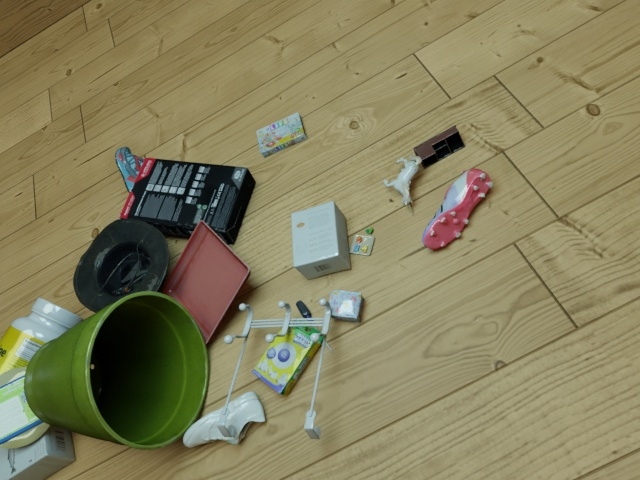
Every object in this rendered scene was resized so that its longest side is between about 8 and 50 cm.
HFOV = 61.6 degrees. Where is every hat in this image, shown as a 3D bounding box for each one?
[{"bbox_3d":[-0.563,0.097,1.611,0.332,0.134,0.331,-8,66,18],"label":"hat"}]

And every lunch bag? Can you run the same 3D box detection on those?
[{"bbox_3d":[0.062,0.165,1.352,0.083,0.053,0.071,5,66,15],"label":"lunch bag"}]

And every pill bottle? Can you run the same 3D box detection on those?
[{"bbox_3d":[-0.844,0.343,1.555,0.188,0.188,0.333,14,68,29],"label":"pill bottle"}]

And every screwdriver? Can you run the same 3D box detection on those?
[{"bbox_3d":[-0.013,0.217,1.373,0.170,0.024,0.025,48,115,34],"label":"screwdriver"}]

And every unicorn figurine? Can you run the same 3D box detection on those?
[{"bbox_3d":[0.226,-0.162,1.456,0.111,0.060,0.161,28,100,57],"label":"unicorn figurine"}]

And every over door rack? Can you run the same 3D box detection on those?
[{"bbox_3d":[-0.107,0.287,1.254,0.240,0.108,0.324,-5,57,19],"label":"over door rack"}]

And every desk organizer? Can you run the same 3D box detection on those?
[{"bbox_3d":[0.329,-0.257,1.482,0.130,0.047,0.050,-28,57,6],"label":"desk organizer"}]

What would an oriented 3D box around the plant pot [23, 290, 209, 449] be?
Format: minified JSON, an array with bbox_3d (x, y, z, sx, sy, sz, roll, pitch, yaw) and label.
[{"bbox_3d":[-0.540,0.337,1.359,0.353,0.366,0.366,-14,57,29],"label":"plant pot"}]

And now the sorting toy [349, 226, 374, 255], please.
[{"bbox_3d":[0.114,-0.001,1.447,0.062,0.012,0.083,6,65,26],"label":"sorting toy"}]

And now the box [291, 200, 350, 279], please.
[{"bbox_3d":[0.000,0.000,1.445,0.130,0.091,0.170,-15,57,19],"label":"box"}]

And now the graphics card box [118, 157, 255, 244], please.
[{"bbox_3d":[-0.410,-0.128,1.668,0.371,0.094,0.232,7,65,18],"label":"graphics card box"}]

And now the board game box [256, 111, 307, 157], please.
[{"bbox_3d":[-0.127,-0.342,1.737,0.154,0.026,0.103,-22,55,10],"label":"board game box"}]

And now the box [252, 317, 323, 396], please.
[{"bbox_3d":[-0.079,0.285,1.346,0.105,0.043,0.179,27,76,33],"label":"box"}]

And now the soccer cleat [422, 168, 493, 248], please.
[{"bbox_3d":[0.337,-0.081,1.370,0.248,0.083,0.095,-52,26,-4],"label":"soccer cleat"}]

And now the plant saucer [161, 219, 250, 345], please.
[{"bbox_3d":[-0.314,0.115,1.501,0.258,0.048,0.259,40,105,35],"label":"plant saucer"}]

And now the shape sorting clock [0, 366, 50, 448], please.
[{"bbox_3d":[-0.795,0.438,1.414,0.206,0.040,0.206,2,72,-5],"label":"shape sorting clock"}]

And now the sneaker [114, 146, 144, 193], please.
[{"bbox_3d":[-0.620,-0.235,1.861,0.125,0.104,0.261,-26,60,-10],"label":"sneaker"}]

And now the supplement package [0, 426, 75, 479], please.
[{"bbox_3d":[-0.772,0.581,1.439,0.179,0.105,0.105,-33,55,3],"label":"supplement package"}]

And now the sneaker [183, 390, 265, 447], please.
[{"bbox_3d":[-0.233,0.459,1.301,0.212,0.080,0.094,-33,66,2],"label":"sneaker"}]
